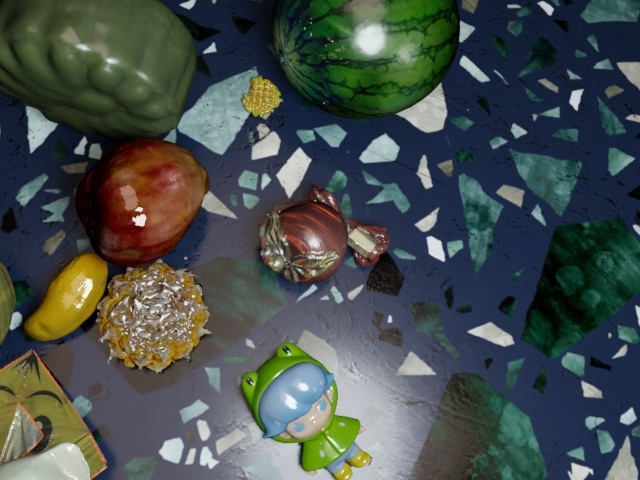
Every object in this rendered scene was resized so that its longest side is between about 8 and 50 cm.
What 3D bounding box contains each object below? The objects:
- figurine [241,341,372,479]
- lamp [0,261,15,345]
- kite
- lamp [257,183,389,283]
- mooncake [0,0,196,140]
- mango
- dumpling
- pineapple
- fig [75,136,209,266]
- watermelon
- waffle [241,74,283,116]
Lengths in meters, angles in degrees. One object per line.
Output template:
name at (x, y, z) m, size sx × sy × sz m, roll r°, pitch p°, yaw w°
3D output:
figurine at (-0.021, 0.310, 1.261) m, size 0.162 × 0.143 × 0.263 m, roll -39°, pitch 99°, yaw -6°
lamp at (-0.649, 0.116, 1.165) m, size 0.284 × 0.250 × 0.250 m, roll -23°, pitch 78°, yaw -41°
kite at (-0.544, 0.344, 1.230) m, size 0.377 × 0.013 × 0.327 m, roll 7°, pitch 67°, yaw 5°
lamp at (0.001, -0.002, 1.332) m, size 0.215 × 0.151 × 0.223 m, roll 42°, pitch 73°, yaw 1°
mooncake at (-0.404, -0.316, 1.266) m, size 0.356 × 0.356 × 0.194 m, roll 17°, pitch 77°, yaw -2°
mango at (-0.451, 0.103, 1.292) m, size 0.098 × 0.075 × 0.190 m, roll 33°, pitch 76°, yaw 9°
dumpling at (-0.469, 0.418, 1.138) m, size 0.229 × 0.124 × 0.151 m, roll -20°, pitch 103°, yaw -2°
pineapple at (-0.297, 0.132, 1.289) m, size 0.225 × 0.076 × 0.225 m, roll 3°, pitch 78°, yaw -16°
fig at (-0.322, -0.073, 1.285) m, size 0.224 × 0.224 × 0.263 m, roll 25°, pitch 52°, yaw 1°
watermelon at (0.084, -0.395, 1.352) m, size 0.363 × 0.363 × 0.363 m, roll 2°, pitch 75°, yaw -6°
waffle at (-0.122, -0.291, 1.462) m, size 0.078 × 0.016 × 0.085 m, roll 36°, pitch 75°, yaw 4°
